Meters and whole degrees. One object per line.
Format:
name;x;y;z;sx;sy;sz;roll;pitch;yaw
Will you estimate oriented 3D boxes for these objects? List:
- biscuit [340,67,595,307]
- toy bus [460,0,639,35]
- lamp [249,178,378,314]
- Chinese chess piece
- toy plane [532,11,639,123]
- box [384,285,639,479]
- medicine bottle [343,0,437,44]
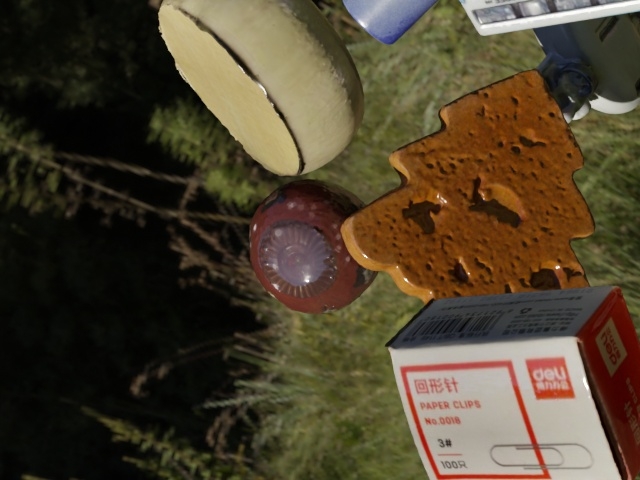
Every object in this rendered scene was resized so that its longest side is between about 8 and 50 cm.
biscuit;0.181;-0.040;1.266;0.043;0.283;0.306;133;158;-74
toy bus;0.249;-0.264;1.016;0.297;0.131;0.106;-4;43;33
lamp;-0.002;0.004;1.378;0.157;0.135;0.156;36;117;8
Chinese chess piece;-0.064;-0.183;1.276;0.103;0.250;0.249;-42;38;-15
toy plane;0.301;-0.252;1.428;0.118;0.252;0.252;-4;69;58
box;0.158;0.117;0.945;0.182;0.099;0.133;-7;111;40
medicine bottle;0.111;-0.239;0.865;0.231;0.059;0.059;-44;45;25
